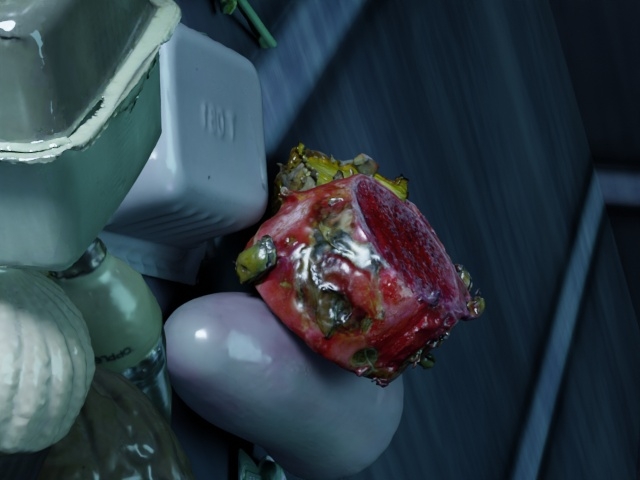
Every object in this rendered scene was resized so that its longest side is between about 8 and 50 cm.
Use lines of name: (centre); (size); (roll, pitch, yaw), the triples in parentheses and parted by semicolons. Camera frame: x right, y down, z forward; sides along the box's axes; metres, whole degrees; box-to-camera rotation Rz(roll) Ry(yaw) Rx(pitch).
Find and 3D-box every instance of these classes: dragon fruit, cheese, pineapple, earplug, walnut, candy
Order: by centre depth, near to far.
walnut: (-0.174, 0.202, 1.413); (0.178, 0.178, 0.230); (25, 55, -68)
dragon fruit: (0.049, 0.028, 1.775); (0.282, 0.147, 0.211); (28, 19, -40)
earplug: (-0.056, 0.123, 1.790); (0.301, 0.172, 0.172); (33, 53, -58)
cheese: (-0.060, 0.253, 1.912); (0.121, 0.026, 0.067); (38, 48, -64)
candy: (-0.090, -0.258, 1.960); (0.262, 0.073, 0.077); (53, 54, -68)
pineapple: (-0.004, -0.003, 2.031); (0.158, 0.161, 0.334); (34, 20, -11)

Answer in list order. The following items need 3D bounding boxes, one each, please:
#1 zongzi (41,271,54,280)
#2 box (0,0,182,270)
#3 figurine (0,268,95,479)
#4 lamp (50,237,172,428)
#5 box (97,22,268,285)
zongzi: (-0.272, 0.010, 1.294); (0.204, 0.094, 0.204); (-62, 142, -52)
box: (-0.242, -0.101, 1.123); (0.220, 0.291, 0.166); (-67, 157, -54)
figurine: (-0.235, 0.157, 1.178); (0.185, 0.205, 0.332); (-24, 107, -72)
lamp: (-0.173, 0.086, 1.539); (0.101, 0.101, 0.250); (-75, 155, -47)
box: (-0.135, -0.103, 1.697); (0.337, 0.106, 0.264); (16, 68, -70)
